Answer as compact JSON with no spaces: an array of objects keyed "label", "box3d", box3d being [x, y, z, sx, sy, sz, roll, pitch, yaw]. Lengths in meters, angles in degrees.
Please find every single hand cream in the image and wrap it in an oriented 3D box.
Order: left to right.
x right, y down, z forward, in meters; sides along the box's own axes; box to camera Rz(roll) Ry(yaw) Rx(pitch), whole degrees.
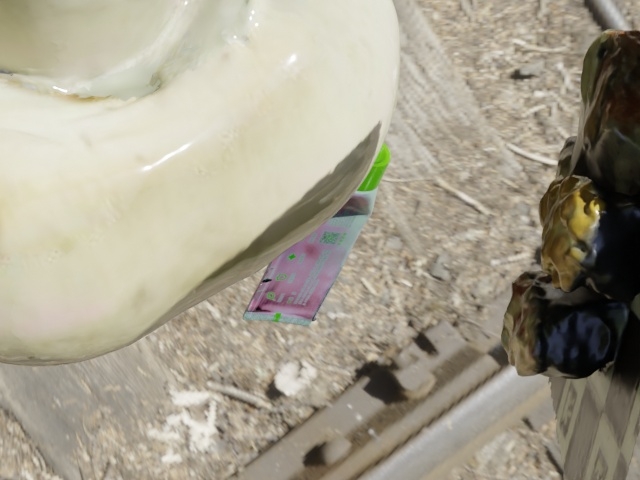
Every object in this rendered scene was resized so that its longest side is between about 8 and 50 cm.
[{"label":"hand cream","box3d":[0.000,0.001,1.230,0.079,0.050,0.275,26,132,-2]}]

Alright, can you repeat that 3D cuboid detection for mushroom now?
[{"label":"mushroom","box3d":[-0.124,-0.096,0.639,0.353,0.353,0.325,0,96,-16]}]

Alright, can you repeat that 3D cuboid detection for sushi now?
[{"label":"sushi","box3d":[0.099,-0.009,0.439,0.040,0.193,0.210,13,110,3]}]
